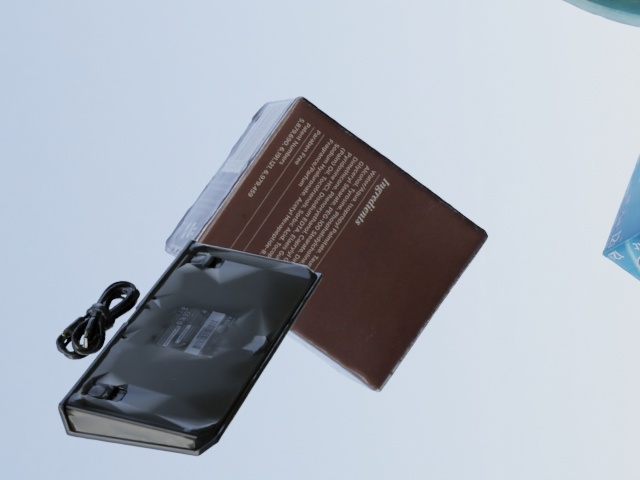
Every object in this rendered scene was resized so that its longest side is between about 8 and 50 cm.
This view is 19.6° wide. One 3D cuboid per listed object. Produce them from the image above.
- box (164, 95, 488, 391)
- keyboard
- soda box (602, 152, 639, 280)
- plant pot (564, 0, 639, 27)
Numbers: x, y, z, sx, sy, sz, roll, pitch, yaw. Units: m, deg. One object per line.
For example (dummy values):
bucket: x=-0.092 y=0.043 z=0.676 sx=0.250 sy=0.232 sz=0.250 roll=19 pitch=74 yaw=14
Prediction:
box: x=0.000 y=0.000 z=1.591 sx=0.167 sy=0.203 sz=0.168 roll=-55 pitch=10 yaw=-5
keyboard: x=-0.075 y=0.051 z=0.944 sx=0.180 sy=0.108 sz=0.023 roll=-56 pitch=-25 yaw=-59
soda box: x=0.315 y=-0.061 z=1.584 sx=0.067 sy=0.071 sz=0.210 roll=34 pitch=-123 yaw=-14
plant pot: x=0.292 y=-0.409 z=1.515 sx=0.334 sy=0.341 sz=0.341 roll=-51 pitch=-36 yaw=-20
